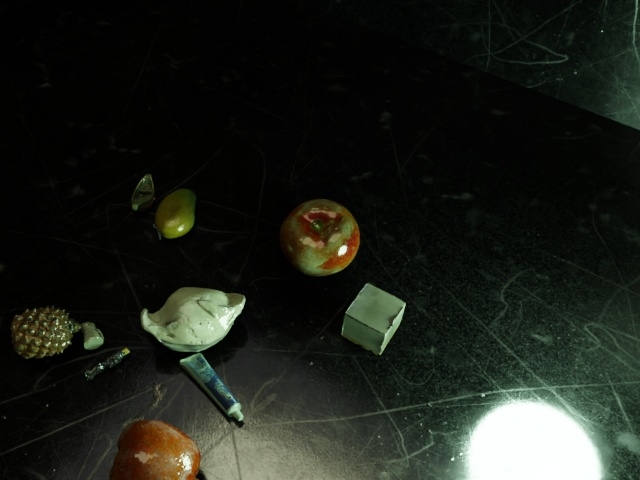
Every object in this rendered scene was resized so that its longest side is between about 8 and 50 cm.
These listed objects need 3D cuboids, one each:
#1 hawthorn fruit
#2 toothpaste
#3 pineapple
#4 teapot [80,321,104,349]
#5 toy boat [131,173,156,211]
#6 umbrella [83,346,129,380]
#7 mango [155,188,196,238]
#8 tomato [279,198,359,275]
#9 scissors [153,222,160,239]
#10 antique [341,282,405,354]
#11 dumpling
[{"bbox_3d":[-0.413,0.563,1.500,0.263,0.235,0.231,-19,55,-9],"label":"hawthorn fruit"},{"bbox_3d":[-0.313,0.430,1.750,0.069,0.047,0.268,-40,58,-17],"label":"toothpaste"},{"bbox_3d":[-0.815,0.270,1.781,0.193,0.166,0.166,-6,50,-18],"label":"pineapple"},{"bbox_3d":[-0.706,0.291,1.837,0.067,0.057,0.083,11,32,-47],"label":"teapot"},{"bbox_3d":[-0.658,-0.165,2.211,0.089,0.071,0.185,6,49,2],"label":"toy boat"},{"bbox_3d":[-0.640,0.368,1.782,0.144,0.037,0.040,-33,46,-24],"label":"umbrella"},{"bbox_3d":[-0.525,-0.102,2.158,0.137,0.091,0.237,2,43,-9],"label":"mango"},{"bbox_3d":[0.000,0.000,2.018,0.270,0.222,0.270,-2,60,3],"label":"tomato"},{"bbox_3d":[-0.583,-0.034,2.148,0.036,0.006,0.083,-11,51,-10],"label":"scissors"},{"bbox_3d":[0.164,0.252,1.863,0.147,0.148,0.152,27,53,17],"label":"antique"},{"bbox_3d":[-0.400,0.238,1.859,0.318,0.187,0.243,-10,11,-22],"label":"dumpling"}]
